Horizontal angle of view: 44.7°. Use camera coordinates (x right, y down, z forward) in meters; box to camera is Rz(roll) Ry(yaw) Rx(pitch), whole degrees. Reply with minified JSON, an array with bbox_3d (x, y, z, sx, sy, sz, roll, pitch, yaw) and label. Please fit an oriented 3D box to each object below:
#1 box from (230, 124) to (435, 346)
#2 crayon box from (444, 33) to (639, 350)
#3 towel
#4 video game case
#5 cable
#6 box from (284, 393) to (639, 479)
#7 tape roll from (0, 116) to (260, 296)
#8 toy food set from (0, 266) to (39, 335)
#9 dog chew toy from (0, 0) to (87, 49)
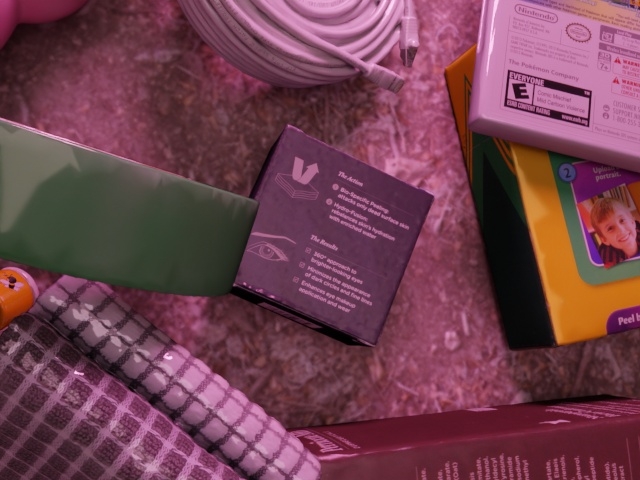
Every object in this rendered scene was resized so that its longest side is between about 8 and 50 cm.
[{"bbox_3d":[0.000,0.000,0.740,0.156,0.093,0.158,25,79,-9],"label":"box"},{"bbox_3d":[0.346,-0.074,0.827,0.363,0.106,0.313,-10,82,-15],"label":"crayon box"},{"bbox_3d":[-0.167,0.180,0.579,0.235,0.284,0.121,38,42,-8],"label":"towel"},{"bbox_3d":[0.318,-0.211,0.773,0.329,0.036,0.300,12,74,-8],"label":"video game case"},{"bbox_3d":[-0.023,-0.273,0.729,0.257,0.089,0.257,5,84,-37],"label":"cable"},{"bbox_3d":[0.153,0.226,0.701,0.381,0.191,0.143,-4,84,-15],"label":"box"},{"bbox_3d":[-0.208,-0.043,0.572,0.321,0.321,0.077,18,92,-11],"label":"tape roll"},{"bbox_3d":[-0.309,0.020,0.630,0.232,0.104,0.111,17,115,17],"label":"toy food set"},{"bbox_3d":[-0.278,-0.268,0.658,0.332,0.206,0.206,-32,91,-23],"label":"dog chew toy"}]
